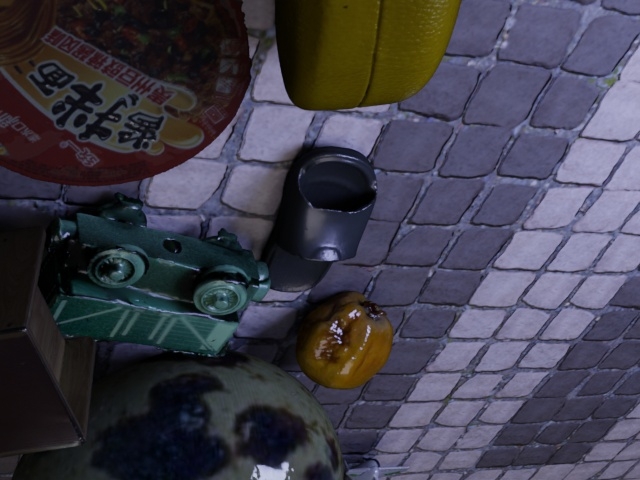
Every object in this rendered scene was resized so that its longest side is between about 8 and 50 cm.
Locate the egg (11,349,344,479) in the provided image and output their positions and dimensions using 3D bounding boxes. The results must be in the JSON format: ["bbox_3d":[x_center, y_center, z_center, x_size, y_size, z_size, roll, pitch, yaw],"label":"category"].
[{"bbox_3d":[-0.183,0.314,1.167,0.428,0.344,0.345,-8,140,-1],"label":"egg"}]

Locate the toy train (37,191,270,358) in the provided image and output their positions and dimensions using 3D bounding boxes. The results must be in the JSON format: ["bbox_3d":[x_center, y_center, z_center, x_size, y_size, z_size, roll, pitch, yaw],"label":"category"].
[{"bbox_3d":[-0.190,0.047,1.028,0.270,0.115,0.154,14,130,-33],"label":"toy train"}]

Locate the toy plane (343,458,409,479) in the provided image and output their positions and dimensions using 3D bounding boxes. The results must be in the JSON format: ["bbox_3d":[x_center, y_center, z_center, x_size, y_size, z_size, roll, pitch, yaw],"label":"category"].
[{"bbox_3d":[0.049,0.449,1.595,0.251,0.101,0.255,6,139,-25],"label":"toy plane"}]

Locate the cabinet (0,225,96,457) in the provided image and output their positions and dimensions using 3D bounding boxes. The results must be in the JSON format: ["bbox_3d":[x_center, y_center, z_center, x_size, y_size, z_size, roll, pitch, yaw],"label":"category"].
[{"bbox_3d":[-0.354,0.106,0.886,0.215,0.148,0.174,-10,132,1],"label":"cabinet"}]

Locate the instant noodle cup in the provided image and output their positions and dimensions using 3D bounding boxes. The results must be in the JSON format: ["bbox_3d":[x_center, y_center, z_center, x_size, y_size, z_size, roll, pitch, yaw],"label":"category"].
[{"bbox_3d":[-0.200,-0.173,0.786,0.274,0.090,0.274,-10,140,-9],"label":"instant noodle cup"}]

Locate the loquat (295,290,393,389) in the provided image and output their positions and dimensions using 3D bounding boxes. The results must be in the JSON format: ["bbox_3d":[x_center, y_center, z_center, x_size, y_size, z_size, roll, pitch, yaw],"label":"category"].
[{"bbox_3d":[0.033,0.134,1.214,0.137,0.113,0.137,-8,118,-16],"label":"loquat"}]

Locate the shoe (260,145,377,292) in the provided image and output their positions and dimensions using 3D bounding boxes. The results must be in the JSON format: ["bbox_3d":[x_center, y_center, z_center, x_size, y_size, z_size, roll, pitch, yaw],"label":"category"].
[{"bbox_3d":[0.000,0.000,1.059,0.108,0.093,0.241,4,138,-22],"label":"shoe"}]

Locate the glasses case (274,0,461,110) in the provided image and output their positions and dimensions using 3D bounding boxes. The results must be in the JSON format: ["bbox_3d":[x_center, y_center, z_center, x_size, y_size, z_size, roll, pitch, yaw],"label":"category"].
[{"bbox_3d":[0.041,-0.254,0.710,0.141,0.173,0.371,-6,139,-7],"label":"glasses case"}]
